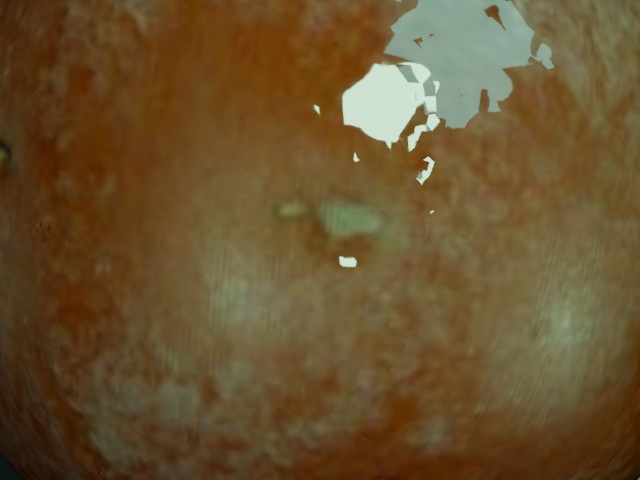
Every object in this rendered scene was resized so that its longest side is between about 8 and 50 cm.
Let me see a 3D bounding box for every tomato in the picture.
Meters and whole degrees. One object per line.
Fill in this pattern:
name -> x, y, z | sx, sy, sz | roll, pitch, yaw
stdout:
tomato -> 0.000, 0.000, 0.581 | 0.265, 0.265, 0.265 | 21, 44, -22
